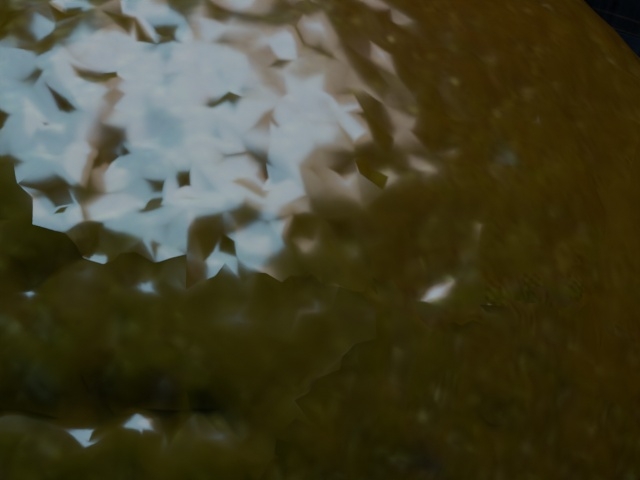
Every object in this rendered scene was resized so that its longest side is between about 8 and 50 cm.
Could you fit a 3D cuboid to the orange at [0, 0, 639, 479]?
[{"bbox_3d":[-0.055,0.046,0.502,0.357,0.322,0.322,3,20,-47],"label":"orange"}]
